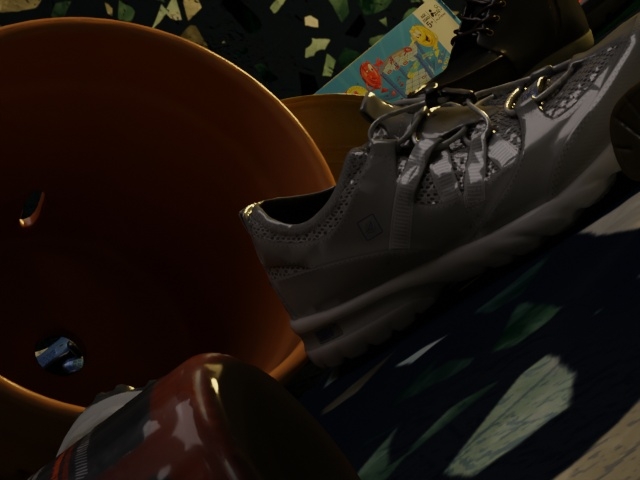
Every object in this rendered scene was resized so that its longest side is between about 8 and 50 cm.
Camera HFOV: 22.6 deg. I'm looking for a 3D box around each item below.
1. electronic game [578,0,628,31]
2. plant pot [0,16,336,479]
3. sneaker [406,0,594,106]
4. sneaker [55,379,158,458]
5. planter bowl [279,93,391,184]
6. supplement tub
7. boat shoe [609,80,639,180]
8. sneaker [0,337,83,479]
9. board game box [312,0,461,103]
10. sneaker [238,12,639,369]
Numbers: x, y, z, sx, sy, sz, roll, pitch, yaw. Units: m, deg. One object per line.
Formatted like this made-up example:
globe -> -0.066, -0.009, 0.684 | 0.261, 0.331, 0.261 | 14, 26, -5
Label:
electronic game -> 0.244, -0.226, 1.606 | 0.229, 0.048, 0.229 | -38, 5, 4
plant pot -> -0.152, 0.031, 1.026 | 0.291, 0.291, 0.203 | -43, -9, -37
sneaker -> 0.136, -0.182, 1.375 | 0.222, 0.118, 0.083 | -33, 17, -36
sneaker -> -0.099, 0.148, 0.616 | 0.271, 0.100, 0.108 | -39, 18, 35
planter bowl -> -0.022, -0.013, 1.175 | 0.217, 0.090, 0.217 | -14, -24, -6
supplement tub -> -0.078, 0.129, 0.495 | 0.198, 0.106, 0.106 | -37, 6, 12
boat shoe -> 0.184, -0.065, 0.673 | 0.048, 0.056, 0.153 | -7, -17, -28
sneaker -> -0.156, 0.102, 1.299 | 0.330, 0.129, 0.147 | -43, 20, -11
board game box -> 0.000, -0.093, 1.737 | 0.302, 0.086, 0.308 | -42, 0, -27
sneaker -> 0.070, -0.041, 0.857 | 0.281, 0.115, 0.105 | -36, 6, 23
